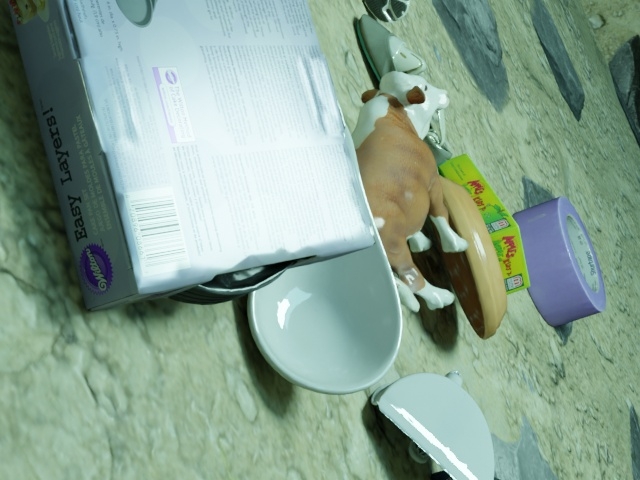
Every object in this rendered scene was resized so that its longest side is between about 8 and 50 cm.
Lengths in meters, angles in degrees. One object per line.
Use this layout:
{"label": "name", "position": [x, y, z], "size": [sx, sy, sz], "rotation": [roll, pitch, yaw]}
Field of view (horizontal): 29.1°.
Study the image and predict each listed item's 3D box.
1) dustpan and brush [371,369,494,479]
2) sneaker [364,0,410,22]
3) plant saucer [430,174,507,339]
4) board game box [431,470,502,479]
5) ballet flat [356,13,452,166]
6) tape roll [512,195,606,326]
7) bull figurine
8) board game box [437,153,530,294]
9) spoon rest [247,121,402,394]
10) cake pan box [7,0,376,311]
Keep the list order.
{"label": "dustpan and brush", "position": [0.124, 0.174, 1.244], "size": [0.147, 0.060, 0.211], "rotation": [44, 34, -1]}
{"label": "sneaker", "position": [0.081, -0.362, 1.608], "size": [0.071, 0.068, 0.170], "rotation": [19, 53, -69]}
{"label": "plant saucer", "position": [0.170, 0.015, 1.419], "size": [0.200, 0.037, 0.200], "rotation": [162, -90, -88]}
{"label": "board game box", "position": [0.199, 0.340, 1.301], "size": [0.243, 0.042, 0.165], "rotation": [32, 42, -55]}
{"label": "ballet flat", "position": [0.110, -0.189, 1.519], "size": [0.072, 0.068, 0.213], "rotation": [-6, 76, -67]}
{"label": "tape roll", "position": [0.367, 0.032, 1.895], "size": [0.189, 0.080, 0.189], "rotation": [49, 30, -42]}
{"label": "bull figurine", "position": [0.075, -0.040, 1.254], "size": [0.188, 0.101, 0.310], "rotation": [59, 36, -21]}
{"label": "board game box", "position": [0.197, -0.021, 1.499], "size": [0.181, 0.043, 0.092], "rotation": [-114, -174, -55]}
{"label": "spoon rest", "position": [0.000, 0.000, 1.051], "size": [0.137, 0.084, 0.276], "rotation": [6, 59, -20]}
{"label": "cake pan box", "position": [-0.086, -0.090, 0.889], "size": [0.246, 0.070, 0.266], "rotation": [-13, 86, -46]}
